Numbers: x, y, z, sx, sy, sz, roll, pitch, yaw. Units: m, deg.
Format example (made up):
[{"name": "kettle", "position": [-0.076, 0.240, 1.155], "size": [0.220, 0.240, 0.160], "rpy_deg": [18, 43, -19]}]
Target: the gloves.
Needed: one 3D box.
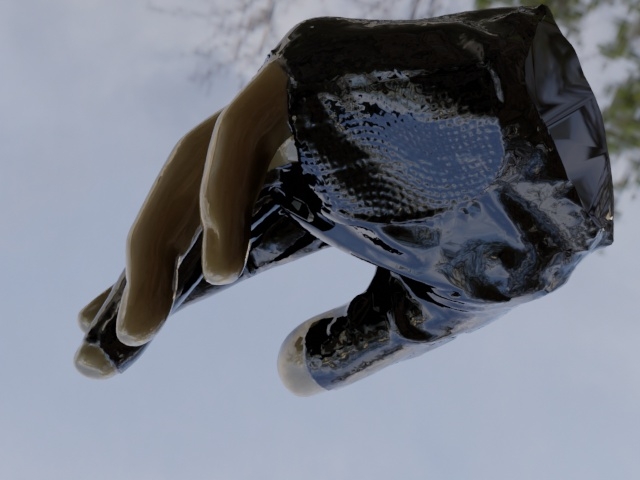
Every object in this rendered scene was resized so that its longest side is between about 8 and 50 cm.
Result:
[{"name": "gloves", "position": [0.004, -0.006, 0.872], "size": [0.301, 0.197, 0.152], "rpy_deg": [-27, -147, 10]}]
